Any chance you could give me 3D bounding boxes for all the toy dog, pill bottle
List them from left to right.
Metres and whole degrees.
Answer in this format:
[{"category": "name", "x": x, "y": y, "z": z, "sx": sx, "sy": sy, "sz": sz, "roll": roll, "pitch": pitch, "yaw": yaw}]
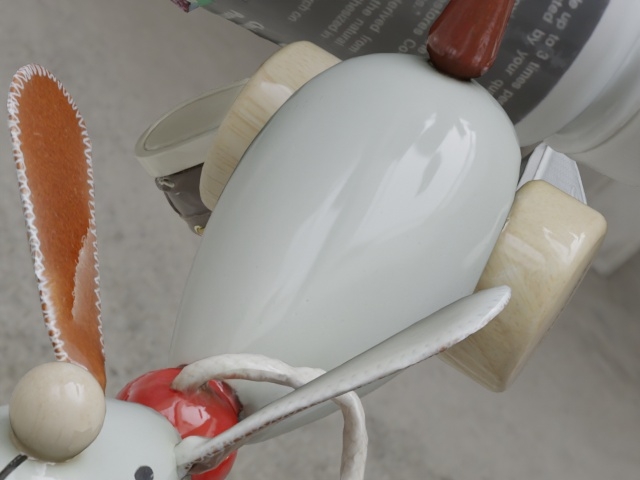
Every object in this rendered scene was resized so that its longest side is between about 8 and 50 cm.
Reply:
[{"category": "toy dog", "x": 0.000, "y": 0.000, "z": 0.580, "sx": 0.220, "sy": 0.161, "sz": 0.334, "roll": 18, "pitch": 32, "yaw": -2}, {"category": "pill bottle", "x": 0.076, "y": -0.179, "z": 1.011, "sx": 0.361, "sy": 0.204, "sz": 0.204, "roll": 24, "pitch": 30, "yaw": -18}]

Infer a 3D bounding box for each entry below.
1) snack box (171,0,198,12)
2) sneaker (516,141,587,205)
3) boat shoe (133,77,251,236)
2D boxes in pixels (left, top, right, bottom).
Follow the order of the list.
[{"category": "snack box", "x": -0.075, "y": -0.226, "z": 1.212, "sx": 0.100, "sy": 0.037, "sz": 0.141, "roll": 39, "pitch": 51, "yaw": 22}, {"category": "sneaker", "x": 0.132, "y": -0.006, "z": 1.427, "sx": 0.296, "sy": 0.147, "sz": 0.105, "roll": -41, "pitch": 115, "yaw": -62}, {"category": "boat shoe", "x": 0.016, "y": -0.080, "z": 1.275, "sx": 0.097, "sy": 0.324, "sz": 0.116, "roll": 61, "pitch": 30, "yaw": -26}]
